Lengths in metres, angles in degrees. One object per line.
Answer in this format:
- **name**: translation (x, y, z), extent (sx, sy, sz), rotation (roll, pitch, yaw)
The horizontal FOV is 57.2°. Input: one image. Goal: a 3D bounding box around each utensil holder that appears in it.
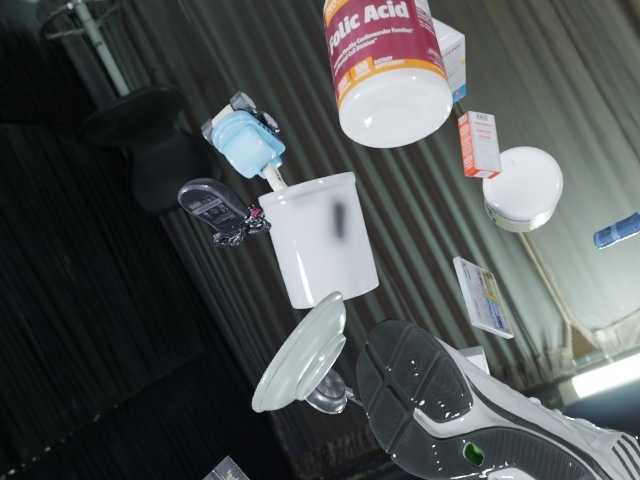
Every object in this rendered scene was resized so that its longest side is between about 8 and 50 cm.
- **utensil holder**: translation (0.000, 0.000, 1.951), extent (0.327, 0.385, 0.327), rotation (-15, -178, 0)

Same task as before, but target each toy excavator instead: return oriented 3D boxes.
- **toy excavator**: translation (-0.220, -0.295, 2.294), extent (0.222, 0.445, 0.433), rotation (-37, 141, 17)

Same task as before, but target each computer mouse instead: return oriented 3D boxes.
- **computer mouse**: translation (-0.275, -0.090, 1.588), extent (0.188, 0.072, 0.272), rotation (-19, 142, 23)

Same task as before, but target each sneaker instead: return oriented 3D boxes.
- **sneaker**: translation (0.250, 0.268, 0.811), extent (0.257, 0.169, 0.447), rotation (19, -170, -36)
- **sneaker**: translation (-0.242, -0.097, 2.128), extent (0.063, 0.075, 0.170), rotation (-52, -157, -23)

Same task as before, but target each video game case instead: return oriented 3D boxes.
- **video game case**: translation (0.467, 0.165, 1.688), extent (0.193, 0.212, 0.023), rotation (23, 136, -39)

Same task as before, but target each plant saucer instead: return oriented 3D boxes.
- **plant saucer**: translation (-0.029, 0.330, 1.633), extent (0.400, 0.100, 0.400), rotation (-50, 165, -19)

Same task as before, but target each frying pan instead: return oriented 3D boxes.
- **frying pan**: translation (0.061, 0.507, 1.913), extent (0.053, 0.326, 0.197), rotation (-54, -176, 27)

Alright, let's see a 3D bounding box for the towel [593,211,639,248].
- **towel**: translation (0.732, -0.023, 1.443), extent (0.119, 0.029, 0.067), rotation (-31, -166, 34)

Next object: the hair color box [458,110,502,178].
- **hair color box**: translation (0.353, -0.211, 1.303), extent (0.072, 0.141, 0.043), rotation (5, 162, -20)

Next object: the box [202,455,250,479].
- **box**: translation (-0.194, 0.612, 1.263), extent (0.183, 0.231, 0.056), rotation (-42, 140, -20)

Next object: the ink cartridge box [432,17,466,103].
- **ink cartridge box**: translation (0.327, -0.527, 1.804), extent (0.171, 0.168, 0.232), rotation (-36, 144, -13)

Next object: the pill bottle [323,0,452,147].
- **pill bottle**: translation (0.124, -0.412, 1.213), extent (0.224, 0.392, 0.224), rotation (-7, 156, -3)

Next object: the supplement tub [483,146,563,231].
- **supplement tub**: translation (0.660, -0.155, 1.935), extent (0.235, 0.235, 0.325), rotation (-28, 164, 11)

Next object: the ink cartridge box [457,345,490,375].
- **ink cartridge box**: translation (0.470, 0.510, 1.933), extent (0.198, 0.270, 0.197), rotation (-14, 175, 14)
